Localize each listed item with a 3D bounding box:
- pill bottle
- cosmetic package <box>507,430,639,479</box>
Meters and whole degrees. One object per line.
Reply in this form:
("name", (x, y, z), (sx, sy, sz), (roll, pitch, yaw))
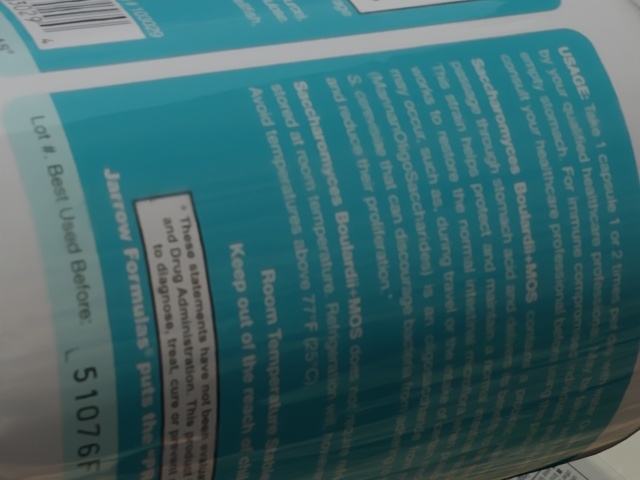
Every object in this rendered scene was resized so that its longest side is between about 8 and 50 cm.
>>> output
("pill bottle", (0.000, 0.000, 0.454), (0.264, 0.146, 0.146), (-10, -43, -27))
("cosmetic package", (0.162, 0.144, 0.980), (0.113, 0.309, 0.160), (-44, -11, -42))
